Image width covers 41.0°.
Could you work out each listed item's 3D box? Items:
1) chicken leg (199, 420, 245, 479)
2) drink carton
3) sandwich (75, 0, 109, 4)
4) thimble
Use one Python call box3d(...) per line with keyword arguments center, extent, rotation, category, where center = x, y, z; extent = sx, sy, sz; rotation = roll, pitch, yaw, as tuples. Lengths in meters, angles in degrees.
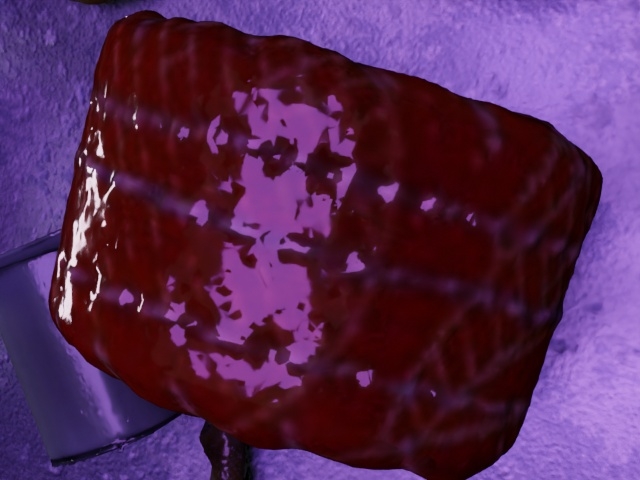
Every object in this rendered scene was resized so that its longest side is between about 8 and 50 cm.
box3d(center=(-0.085, 0.257, 0.793), extent=(0.085, 0.069, 0.197), rotation=(-5, 83, 47), category="chicken leg")
box3d(center=(-0.206, 0.083, 0.782), extent=(0.191, 0.185, 0.189), rotation=(-20, 96, 21), category="drink carton")
box3d(center=(-0.161, -0.353, 0.774), extent=(0.273, 0.095, 0.248), rotation=(-6, 90, 24), category="sandwich")
box3d(center=(0.000, 0.000, 0.597), extent=(0.350, 0.350, 0.230), rotation=(20, 97, 21), category="thimble")
